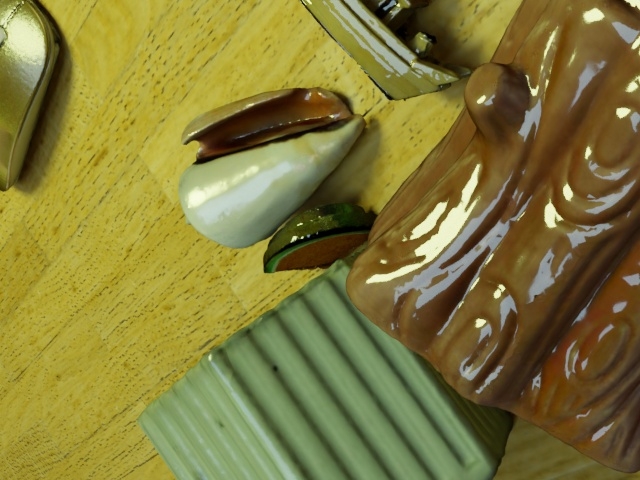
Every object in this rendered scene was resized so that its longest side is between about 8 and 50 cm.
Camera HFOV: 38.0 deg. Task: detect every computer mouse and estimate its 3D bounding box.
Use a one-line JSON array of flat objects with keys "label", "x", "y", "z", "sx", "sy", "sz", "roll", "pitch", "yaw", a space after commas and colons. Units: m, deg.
[{"label": "computer mouse", "x": -0.340, "y": -0.153, "z": 0.967, "sx": 0.126, "sy": 0.056, "sz": 0.245, "roll": 47, "pitch": 133, "yaw": 11}]

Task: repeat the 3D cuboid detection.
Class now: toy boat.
[{"label": "toy boat", "x": 0.025, "y": -0.179, "z": 0.632, "sx": 0.206, "sy": 0.064, "sz": 0.072, "roll": 49, "pitch": 117, "yaw": 7}]

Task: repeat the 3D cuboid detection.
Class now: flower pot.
[{"label": "flower pot", "x": 0.008, "y": 0.138, "z": 0.706, "sx": 0.209, "sy": 0.239, "sz": 0.190, "roll": -39, "pitch": 82, "yaw": 15}]

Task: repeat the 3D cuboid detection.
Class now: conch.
[{"label": "conch", "x": -0.049, "y": -0.060, "z": 0.735, "sx": 0.176, "sy": 0.094, "sz": 0.104, "roll": -36, "pitch": 61, "yaw": 43}]

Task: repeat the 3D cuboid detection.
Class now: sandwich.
[{"label": "sandwich", "x": -0.005, "y": 0.001, "z": 0.751, "sx": 0.101, "sy": 0.069, "sz": 0.026, "roll": -38, "pitch": 56, "yaw": 43}]

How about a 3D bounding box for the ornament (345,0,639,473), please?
[{"label": "ornament", "x": 0.151, "y": -0.035, "z": 0.500, "sx": 0.235, "sy": 0.221, "sz": 0.218, "roll": -100, "pitch": 28, "yaw": -47}]
